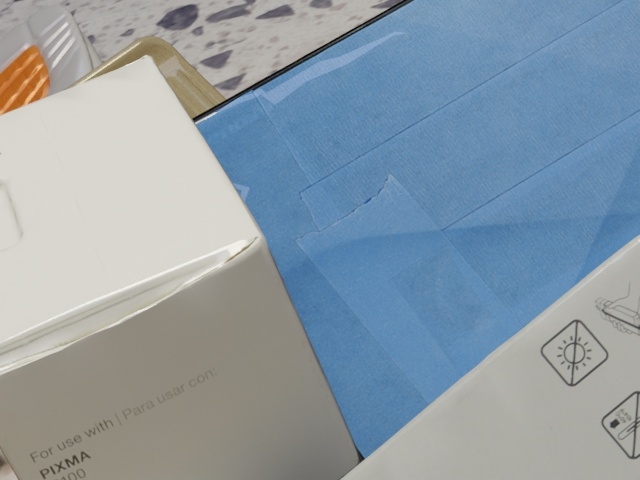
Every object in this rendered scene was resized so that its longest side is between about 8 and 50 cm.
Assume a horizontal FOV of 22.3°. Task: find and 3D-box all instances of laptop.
[{"bbox_3d":[0.188,-0.017,0.737,0.382,0.236,0.408,-31,17,-15],"label":"laptop"}]

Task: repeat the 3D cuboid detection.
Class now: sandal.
[{"bbox_3d":[-0.195,-0.078,1.278,0.102,0.076,0.265,-34,50,7],"label":"sandal"}]

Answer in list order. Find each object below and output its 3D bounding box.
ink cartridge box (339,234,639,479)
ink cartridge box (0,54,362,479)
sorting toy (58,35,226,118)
[{"bbox_3d":[0.035,0.164,0.536,0.333,0.165,0.065,-39,-14,4],"label":"ink cartridge box"},{"bbox_3d":[-0.051,0.092,0.681,0.117,0.283,0.207,-25,30,-6],"label":"ink cartridge box"},{"bbox_3d":[-0.161,0.021,1.038,0.307,0.041,0.229,-36,58,-12],"label":"sorting toy"}]
